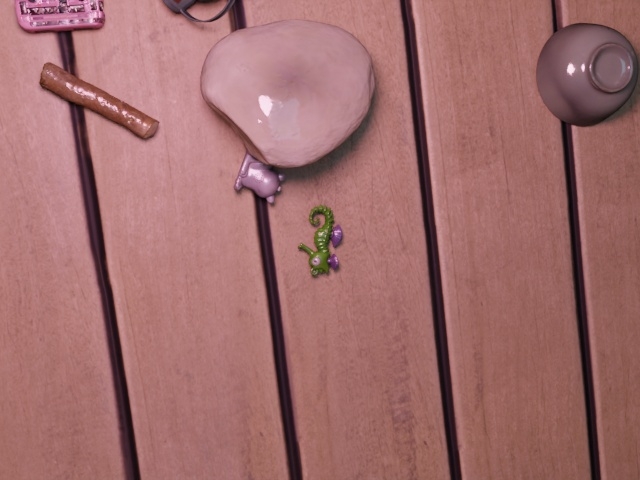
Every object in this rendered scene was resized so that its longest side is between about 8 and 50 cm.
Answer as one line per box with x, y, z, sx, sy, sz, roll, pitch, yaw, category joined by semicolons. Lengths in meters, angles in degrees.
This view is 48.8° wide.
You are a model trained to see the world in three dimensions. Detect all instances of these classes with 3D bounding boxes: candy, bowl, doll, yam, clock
-0.061;-0.383;1.733;0.427;0.186;0.386;-28;83;-20;candy
0.757;-0.465;1.934;0.290;0.146;0.289;-1;94;-11;bowl
0.000;0.000;1.876;0.115;0.050;0.190;9;91;-18;doll
-0.543;-0.341;1.740;0.300;0.066;0.066;26;89;-11;yam
-0.142;-0.194;1.818;0.117;0.080;0.176;20;91;-11;clock

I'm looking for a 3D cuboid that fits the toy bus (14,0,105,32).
-0.627;-0.553;1.708;0.203;0.063;0.090;-7;99;-8;toy bus

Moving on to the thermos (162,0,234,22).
-0.256;-0.646;1.697;0.287;0.145;0.182;-32;93;25;thermos
